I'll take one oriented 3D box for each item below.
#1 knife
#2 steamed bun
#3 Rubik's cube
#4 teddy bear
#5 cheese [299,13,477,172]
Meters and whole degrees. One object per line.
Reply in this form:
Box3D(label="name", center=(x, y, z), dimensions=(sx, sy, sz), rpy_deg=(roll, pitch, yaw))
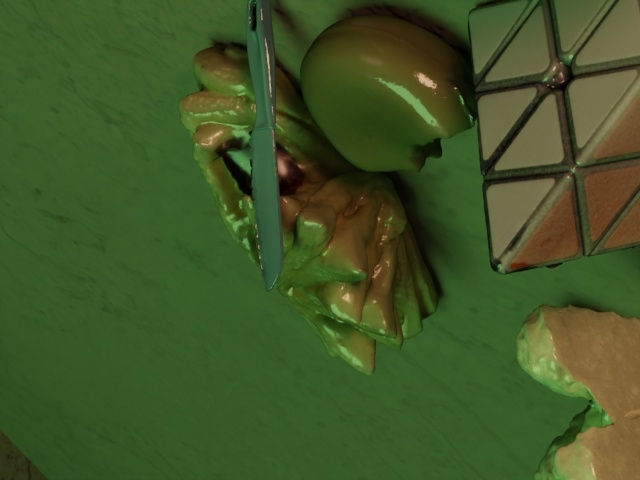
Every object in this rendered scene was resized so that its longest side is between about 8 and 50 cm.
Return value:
Box3D(label="knife", center=(-0.059, -0.104, 1.723), dimensions=(0.044, 0.019, 0.313), rpy_deg=(-5, 88, 45))
Box3D(label="steamed bun", center=(0.000, 0.000, 1.858), dimensions=(0.247, 0.189, 0.428), rpy_deg=(1, 135, 40))
Box3D(label="Rubik's cube", center=(0.245, -0.103, 1.427), dimensions=(0.228, 0.233, 0.229), rpy_deg=(-8, -177, 8))
Box3D(label="teddy bear", center=(0.271, 0.237, 1.745), dimensions=(0.362, 0.375, 0.327), rpy_deg=(-39, 59, 45))
Box3D(label="cheese", center=(0.073, -0.140, 1.644), dimensions=(0.202, 0.091, 0.175), rpy_deg=(2, 137, 50))
